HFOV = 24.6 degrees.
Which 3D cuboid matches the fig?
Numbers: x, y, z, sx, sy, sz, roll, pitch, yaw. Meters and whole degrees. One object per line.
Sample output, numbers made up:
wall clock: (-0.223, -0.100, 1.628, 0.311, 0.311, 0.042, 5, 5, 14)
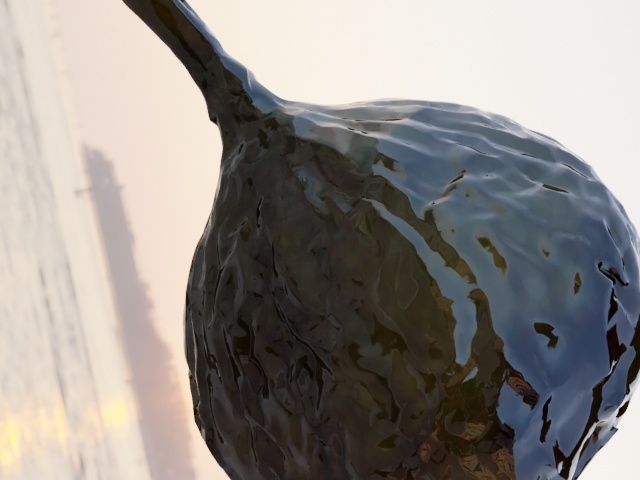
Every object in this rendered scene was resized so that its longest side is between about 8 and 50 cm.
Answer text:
fig: (0.000, 0.000, 0.850, 0.369, 0.286, 0.286, 44, -3, -11)
